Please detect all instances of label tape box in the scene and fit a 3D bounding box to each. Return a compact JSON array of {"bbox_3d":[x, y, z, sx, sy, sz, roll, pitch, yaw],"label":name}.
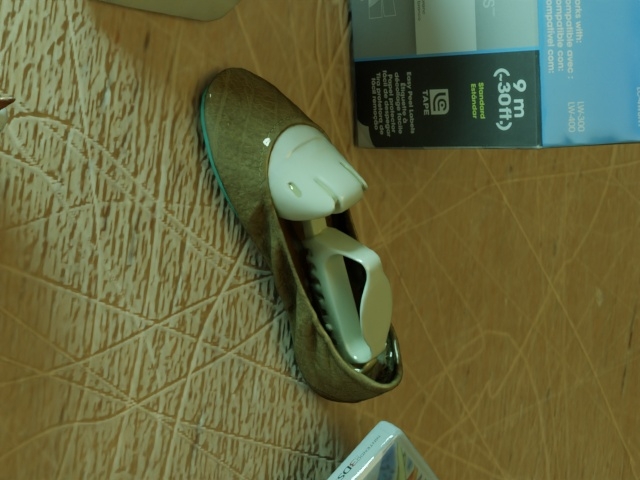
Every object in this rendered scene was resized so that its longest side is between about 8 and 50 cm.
[{"bbox_3d":[0.181,-0.210,1.377,0.115,0.347,0.249,-7,97,-40],"label":"label tape box"}]

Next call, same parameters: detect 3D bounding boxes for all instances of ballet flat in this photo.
[{"bbox_3d":[0.000,0.000,1.381,0.116,0.124,0.342,-31,112,-36],"label":"ballet flat"}]

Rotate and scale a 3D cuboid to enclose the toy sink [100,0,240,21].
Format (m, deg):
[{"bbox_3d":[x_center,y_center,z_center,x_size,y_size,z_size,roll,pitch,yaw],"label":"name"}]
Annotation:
[{"bbox_3d":[-0.095,-0.307,1.255,0.152,0.234,0.131,5,60,-38],"label":"toy sink"}]

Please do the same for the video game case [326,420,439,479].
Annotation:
[{"bbox_3d":[0.047,0.382,1.455,0.300,0.036,0.329,-46,124,-15],"label":"video game case"}]

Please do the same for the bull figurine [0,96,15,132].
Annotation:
[{"bbox_3d":[-0.326,0.005,1.115,0.188,0.101,0.310,8,85,-37],"label":"bull figurine"}]
